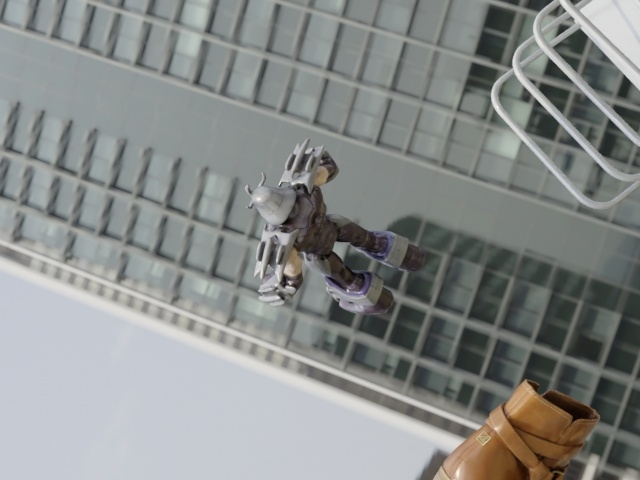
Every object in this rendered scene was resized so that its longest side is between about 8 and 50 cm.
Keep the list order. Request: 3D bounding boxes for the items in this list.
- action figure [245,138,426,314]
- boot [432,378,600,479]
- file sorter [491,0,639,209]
[{"bbox_3d":[0.000,0.000,1.289,0.285,0.099,0.185,35,-101,-48],"label":"action figure"},{"bbox_3d":[0.179,0.197,0.931,0.197,0.073,0.152,25,-76,-47],"label":"boot"},{"bbox_3d":[0.305,-0.183,1.055,0.173,0.193,0.278,-36,-13,-21],"label":"file sorter"}]
